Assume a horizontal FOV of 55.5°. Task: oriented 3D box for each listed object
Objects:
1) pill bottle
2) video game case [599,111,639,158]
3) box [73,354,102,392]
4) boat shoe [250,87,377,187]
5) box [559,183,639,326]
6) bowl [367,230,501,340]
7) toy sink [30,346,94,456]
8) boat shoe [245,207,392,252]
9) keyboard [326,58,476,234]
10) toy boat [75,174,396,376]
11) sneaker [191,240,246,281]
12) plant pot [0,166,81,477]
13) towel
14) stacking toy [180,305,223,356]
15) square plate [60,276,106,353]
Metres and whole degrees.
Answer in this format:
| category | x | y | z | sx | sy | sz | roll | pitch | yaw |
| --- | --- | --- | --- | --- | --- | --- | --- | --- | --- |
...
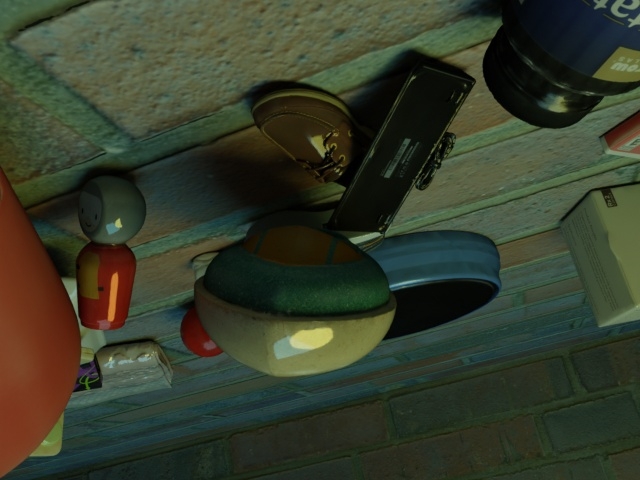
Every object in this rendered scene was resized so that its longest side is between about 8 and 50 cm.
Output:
| category | x | y | z | sx | sy | sz | roll | pitch | yaw |
| --- | --- | --- | --- | --- | --- | --- | --- | --- | --- |
| pill bottle | 0.191 | -0.171 | 0.381 | 0.122 | 0.123 | 0.219 | -6 | 157 | -15 |
| video game case | 0.489 | -0.170 | 0.670 | 0.204 | 0.025 | 0.285 | 2 | 154 | -31 |
| box | -0.440 | 0.207 | 1.027 | 0.116 | 0.029 | 0.162 | -7 | 137 | -13 |
| boat shoe | 0.009 | -0.087 | 0.569 | 0.064 | 0.060 | 0.178 | -26 | 154 | 31 |
| box | 0.490 | 0.016 | 0.910 | 0.181 | 0.181 | 0.119 | -9 | 158 | -7 |
| bowl | 0.125 | 0.100 | 1.065 | 0.391 | 0.077 | 0.391 | -10 | 158 | -4 |
| toy sink | -0.427 | 0.214 | 0.786 | 0.234 | 0.131 | 0.152 | -17 | 156 | 28 |
| boat shoe | 0.000 | 0.000 | 0.770 | 0.183 | 0.065 | 0.083 | -10 | 159 | -4 |
| keyboard | 0.080 | -0.081 | 0.578 | 0.108 | 0.023 | 0.180 | 2 | 129 | -39 |
| toy boat | -0.083 | 0.027 | 0.589 | 0.318 | 0.148 | 0.267 | 7 | -173 | 1 |
| sneaker | -0.100 | 0.035 | 0.811 | 0.152 | 0.061 | 0.053 | -22 | 154 | 19 |
| plant pot | -0.331 | 0.040 | 0.467 | 0.274 | 0.275 | 0.243 | -4 | 146 | -20 |
| towel | -0.475 | 0.282 | 1.225 | 0.331 | 0.053 | 0.317 | -9 | 158 | -9 |
| stacking toy | -0.094 | 0.104 | 0.921 | 0.330 | 0.141 | 0.141 | -21 | 158 | 38 |
| square plate | -0.464 | 0.117 | 0.779 | 0.347 | 0.049 | 0.344 | 2 | 157 | -16 |
